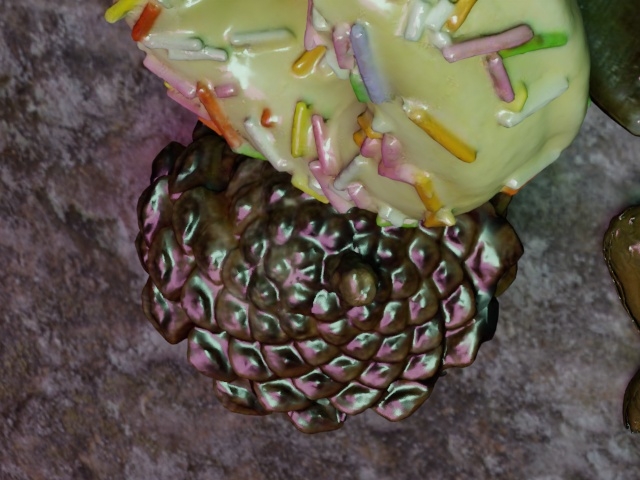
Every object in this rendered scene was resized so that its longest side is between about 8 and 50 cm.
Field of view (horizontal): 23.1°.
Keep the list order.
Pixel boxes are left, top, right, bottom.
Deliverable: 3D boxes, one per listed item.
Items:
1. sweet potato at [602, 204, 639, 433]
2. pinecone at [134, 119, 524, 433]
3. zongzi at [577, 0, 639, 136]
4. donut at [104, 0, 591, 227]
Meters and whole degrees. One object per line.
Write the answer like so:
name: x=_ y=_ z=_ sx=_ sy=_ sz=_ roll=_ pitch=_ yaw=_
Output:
sweet potato: x=0.282 y=0.070 z=1.298 sx=0.081 sy=0.062 sz=0.233 roll=16 pitch=131 yaw=37
pinecone: x=0.001 y=0.003 z=1.256 sx=0.298 sy=0.296 sz=0.242 roll=-18 pitch=129 yaw=-2
zongzi: x=0.157 y=-0.335 z=0.993 sx=0.403 sy=0.208 sz=0.432 roll=32 pitch=134 yaw=9
donut: x=0.012 y=-0.138 z=1.014 sx=0.371 sy=0.150 sz=0.307 roll=17 pitch=153 yaw=49
